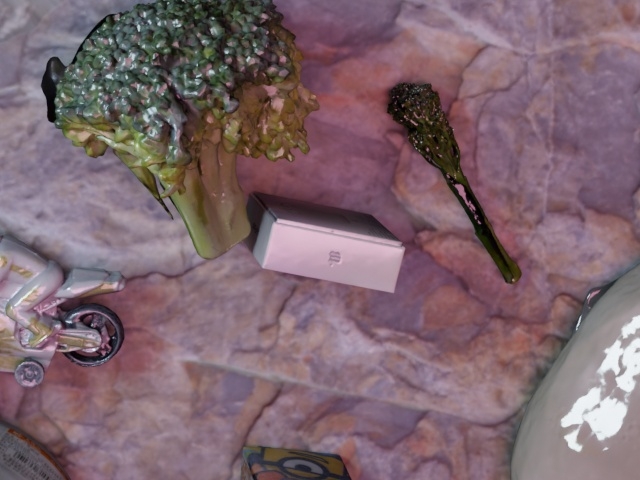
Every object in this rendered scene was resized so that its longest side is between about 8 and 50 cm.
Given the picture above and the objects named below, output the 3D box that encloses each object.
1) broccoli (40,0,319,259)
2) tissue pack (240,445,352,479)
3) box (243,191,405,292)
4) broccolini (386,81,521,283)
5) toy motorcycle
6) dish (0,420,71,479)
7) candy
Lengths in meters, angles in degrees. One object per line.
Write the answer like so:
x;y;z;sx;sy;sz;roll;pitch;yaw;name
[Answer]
-0.123;-0.106;1.686;0.247;0.263;0.243;-1;120;21;broccoli
-0.017;0.261;1.812;0.108;0.148;0.060;6;107;-14;tissue pack
0.000;0.000;1.758;0.129;0.130;0.051;10;100;-14;box
0.141;-0.056;1.822;0.239;0.051;0.054;57;44;-20;broccolini
-0.297;0.056;1.740;0.228;0.074;0.151;0;110;-3;toy motorcycle
-0.354;0.291;1.707;0.273;0.134;0.273;1;80;-4;dish
0.416;0.186;1.875;0.386;0.186;0.427;21;95;-12;candy
